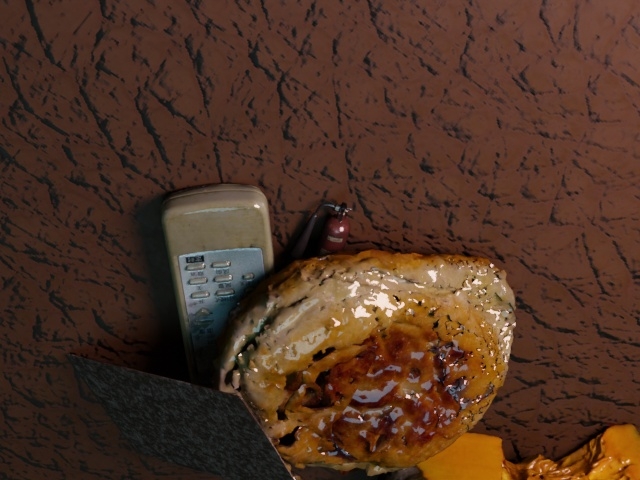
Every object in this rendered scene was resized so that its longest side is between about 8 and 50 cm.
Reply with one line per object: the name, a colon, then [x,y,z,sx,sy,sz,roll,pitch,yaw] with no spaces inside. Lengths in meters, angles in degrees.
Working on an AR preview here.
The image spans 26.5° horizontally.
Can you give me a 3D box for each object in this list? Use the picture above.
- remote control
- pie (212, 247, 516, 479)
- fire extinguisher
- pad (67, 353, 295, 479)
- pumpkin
remote control: [-0.088,0.050,1.279,0.098,0.038,0.233,-5,129,0]
pie: [0.035,0.122,1.289,0.308,0.085,0.308,-8,129,-10]
fire extinguisher: [0.001,-0.004,1.255,0.046,0.032,0.100,29,128,17]
pad: [-0.130,0.179,1.309,0.235,0.003,0.158,8,139,39]
pumpkin: [0.190,0.259,1.402,0.280,0.139,0.190,-36,123,19]
